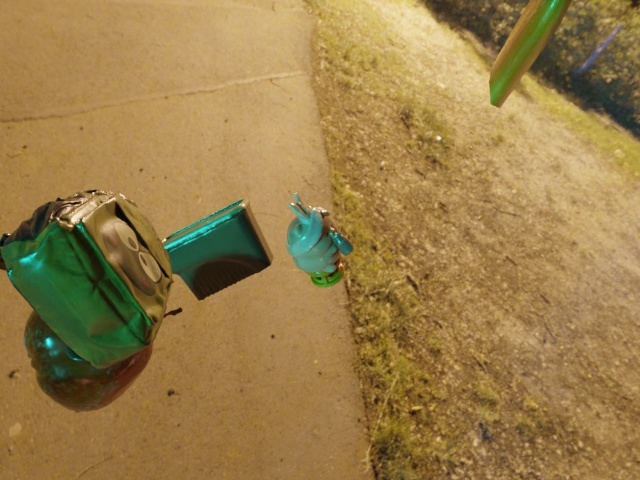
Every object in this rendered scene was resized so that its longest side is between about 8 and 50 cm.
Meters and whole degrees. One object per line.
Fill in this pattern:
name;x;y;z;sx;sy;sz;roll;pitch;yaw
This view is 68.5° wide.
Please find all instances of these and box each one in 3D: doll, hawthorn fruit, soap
doll;0.000;0.000;0.569;0.084;0.127;0.073;6;46;30
hawthorn fruit;-0.397;0.176;0.890;0.271;0.242;0.242;-25;62;-19
soap;0.192;-0.184;0.446;0.033;0.168;0.089;30;67;8

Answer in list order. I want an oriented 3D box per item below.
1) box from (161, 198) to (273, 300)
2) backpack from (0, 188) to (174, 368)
box;-0.271;0.030;1.220;0.178;0.274;0.138;62;9;-15
backpack;-0.284;0.034;0.614;0.207;0.139;0.253;63;3;-20
